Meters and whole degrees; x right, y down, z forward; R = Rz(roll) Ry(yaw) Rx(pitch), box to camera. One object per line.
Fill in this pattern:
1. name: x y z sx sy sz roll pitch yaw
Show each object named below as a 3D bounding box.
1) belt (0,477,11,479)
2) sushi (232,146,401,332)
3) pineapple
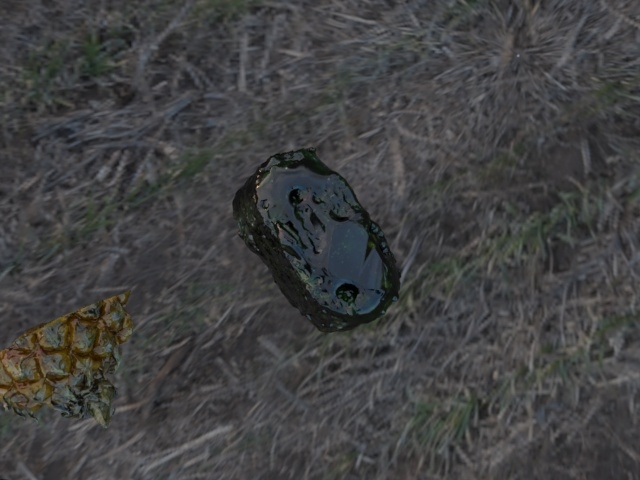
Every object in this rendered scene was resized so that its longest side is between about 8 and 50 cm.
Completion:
1. belt: -0.297 0.340 1.055 0.116 0.206 0.267 -3 132 44
2. sushi: 0.000 0.000 1.335 0.124 0.127 0.225 -34 89 -23
3. pineapple: -0.353 0.187 1.488 0.250 0.140 0.164 -20 88 14
